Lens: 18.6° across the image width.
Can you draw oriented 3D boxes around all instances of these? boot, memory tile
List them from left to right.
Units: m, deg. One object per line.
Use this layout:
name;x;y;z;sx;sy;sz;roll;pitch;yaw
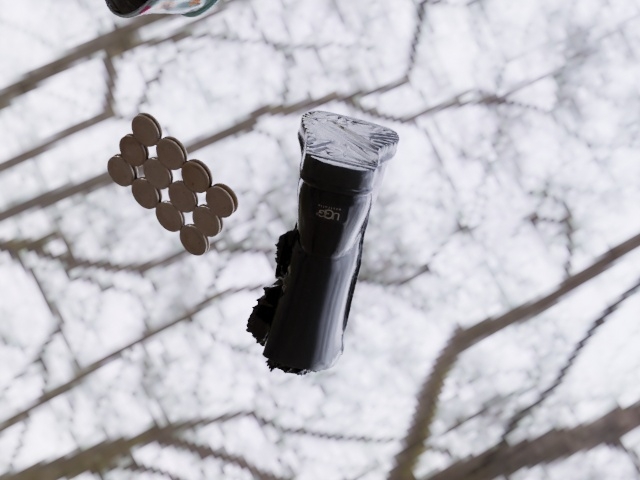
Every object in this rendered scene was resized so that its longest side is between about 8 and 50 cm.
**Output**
memory tile;-0.157;-0.060;2.064;0.148;0.012;0.113;44;-43;8
boot;0.000;0.000;1.800;0.246;0.094;0.207;-75;180;-73

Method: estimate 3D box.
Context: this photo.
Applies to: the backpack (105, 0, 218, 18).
backpack;-0.167;-0.373;2.164;0.225;0.191;0.254;-37;-121;51
